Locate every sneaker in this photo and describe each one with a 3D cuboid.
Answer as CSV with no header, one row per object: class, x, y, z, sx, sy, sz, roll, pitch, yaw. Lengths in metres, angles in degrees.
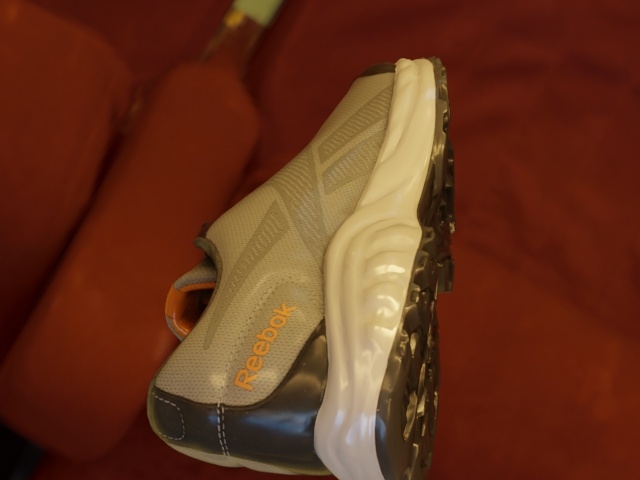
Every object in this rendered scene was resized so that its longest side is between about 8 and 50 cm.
sneaker,0.000,0.000,0.794,0.108,0.100,0.271,0,27,10
